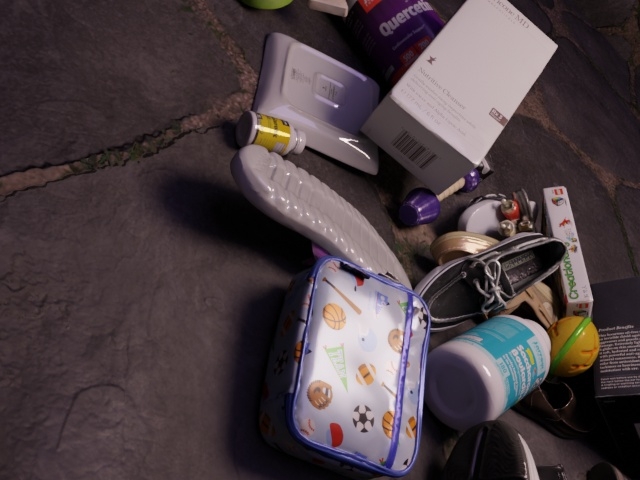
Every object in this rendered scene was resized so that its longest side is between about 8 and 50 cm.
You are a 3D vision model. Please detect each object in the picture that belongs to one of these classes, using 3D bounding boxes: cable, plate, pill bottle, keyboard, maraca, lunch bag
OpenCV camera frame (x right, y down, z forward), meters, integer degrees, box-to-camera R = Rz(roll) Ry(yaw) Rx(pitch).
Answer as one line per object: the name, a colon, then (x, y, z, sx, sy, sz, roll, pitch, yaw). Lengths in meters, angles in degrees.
cable: (0.427, -0.014, 1.364, 0.287, 0.072, 0.140, 39, 45, -63)
plate: (0.010, -0.290, 1.279, 0.277, 0.045, 0.277, 21, 50, -20)
pill bottle: (0.300, 0.215, 1.101, 0.264, 0.146, 0.146, -16, 72, -45)
pill bottle: (0.173, -0.501, 1.482, 0.181, 0.181, 0.323, -27, 80, -47)
keyboard: (0.427, 0.484, 1.108, 0.108, 0.023, 0.180, 9, 56, -28)
maraca: (0.473, 0.212, 1.218, 0.127, 0.186, 0.099, -40, 61, -19)
lunch bag: (0.051, 0.178, 0.923, 0.243, 0.115, 0.304, 27, 57, -20)
pill bottle: (-0.086, -0.186, 1.127, 0.116, 0.065, 0.065, 9, 56, -36)

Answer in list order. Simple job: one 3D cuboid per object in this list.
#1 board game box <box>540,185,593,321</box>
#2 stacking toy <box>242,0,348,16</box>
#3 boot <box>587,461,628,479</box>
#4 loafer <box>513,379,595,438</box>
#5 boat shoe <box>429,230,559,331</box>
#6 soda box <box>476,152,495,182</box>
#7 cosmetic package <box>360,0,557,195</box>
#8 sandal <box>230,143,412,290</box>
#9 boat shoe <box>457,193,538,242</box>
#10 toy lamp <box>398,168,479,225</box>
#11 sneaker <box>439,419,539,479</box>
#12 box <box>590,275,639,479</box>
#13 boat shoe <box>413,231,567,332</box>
board game box: (0.535, 0.058, 1.397, 0.193, 0.053, 0.305, 69, 20, -49)
stacking toy: (-0.044, -0.621, 1.337, 0.308, 0.130, 0.280, 7, 57, 1)
boot: (0.599, 0.549, 1.153, 0.229, 0.091, 0.263, 35, 42, -15)
loafer: (0.454, 0.315, 1.207, 0.220, 0.078, 0.080, 25, 48, -24)
boat shoe: (0.354, 0.100, 1.247, 0.341, 0.121, 0.110, 31, 45, -21)
soda box: (0.327, -0.195, 1.487, 0.168, 0.053, 0.060, 18, 51, -29)
cosmetic package: (0.279, -0.306, 1.263, 0.217, 0.156, 0.385, 38, 65, -5)
sandal: (-0.001, -0.010, 1.050, 0.416, 0.102, 0.169, 39, 27, -31)
boat shoe: (0.365, -0.054, 1.386, 0.102, 0.108, 0.301, 23, 25, 38)
toy lamp: (0.250, -0.096, 1.333, 0.080, 0.080, 0.274, 53, 43, 5)
sneaker: (0.298, 0.505, 0.912, 0.257, 0.169, 0.448, 28, 54, -34)
box: (0.670, 0.274, 1.279, 0.296, 0.182, 0.294, 57, 37, -30)
boat shoe: (0.301, 0.077, 1.131, 0.306, 0.105, 0.113, -21, 95, -12)
